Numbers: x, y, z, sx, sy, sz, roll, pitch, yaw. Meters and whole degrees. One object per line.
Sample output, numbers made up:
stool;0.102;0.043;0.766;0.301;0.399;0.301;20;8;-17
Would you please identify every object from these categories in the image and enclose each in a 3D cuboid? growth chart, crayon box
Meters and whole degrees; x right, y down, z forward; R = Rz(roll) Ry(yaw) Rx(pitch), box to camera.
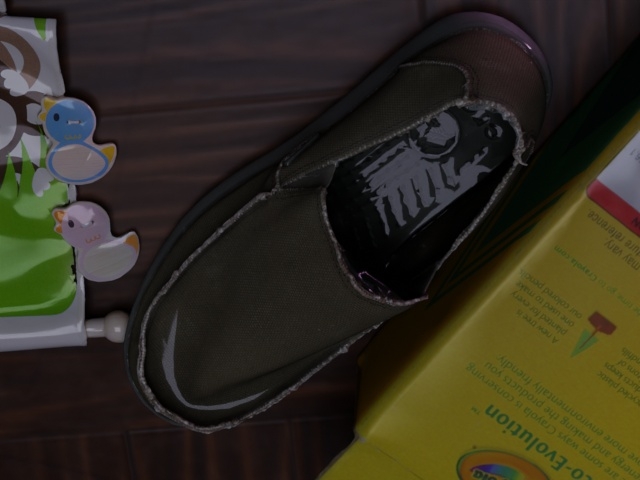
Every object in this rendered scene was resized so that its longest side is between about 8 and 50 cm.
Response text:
growth chart;-0.185;-0.046;0.680;0.172;0.021;0.237;-12;111;6
crayon box;0.157;0.052;0.671;0.202;0.081;0.318;37;108;-12

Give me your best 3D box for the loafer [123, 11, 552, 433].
loafer;0.000;0.000;0.653;0.094;0.087;0.251;40;108;-13
